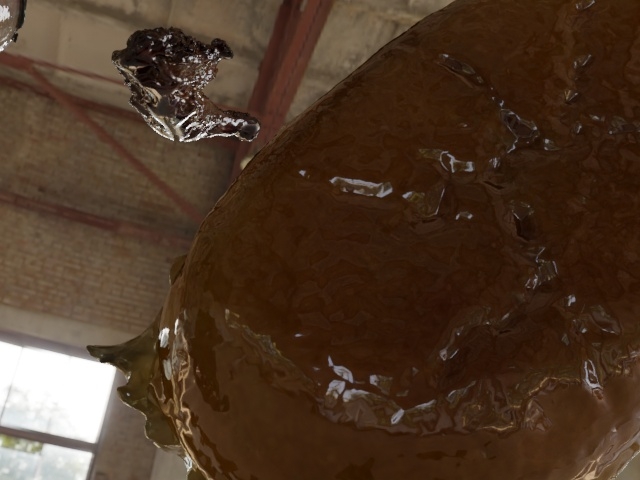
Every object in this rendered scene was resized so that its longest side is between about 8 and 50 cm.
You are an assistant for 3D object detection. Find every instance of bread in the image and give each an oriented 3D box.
[{"bbox_3d":[0.090,0.003,0.486,0.236,0.388,0.183,41,-21,5],"label":"bread"}]

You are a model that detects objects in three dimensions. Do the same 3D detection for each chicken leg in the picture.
[{"bbox_3d":[-0.105,-0.115,0.747,0.093,0.053,0.205,-20,-11,0],"label":"chicken leg"}]

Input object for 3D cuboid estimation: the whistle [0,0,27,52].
[{"bbox_3d":[-0.473,-0.381,1.244,0.189,0.348,0.189,19,-2,1],"label":"whistle"}]
